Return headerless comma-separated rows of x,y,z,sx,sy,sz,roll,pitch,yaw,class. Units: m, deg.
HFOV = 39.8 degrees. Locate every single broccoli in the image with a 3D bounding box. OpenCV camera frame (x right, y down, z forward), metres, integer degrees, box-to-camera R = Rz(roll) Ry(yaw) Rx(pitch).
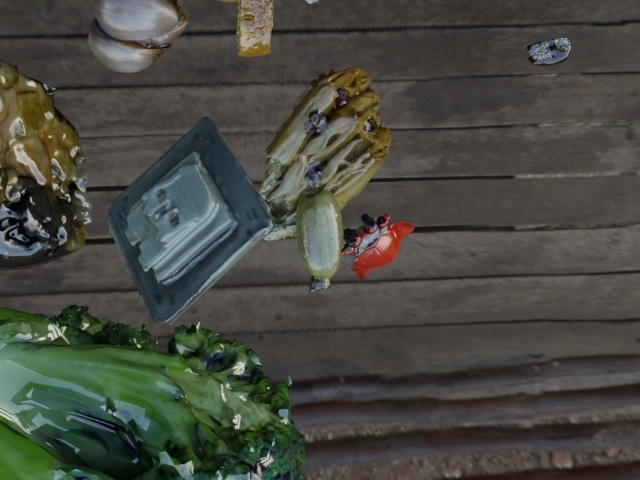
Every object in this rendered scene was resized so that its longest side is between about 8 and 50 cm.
-0.137,0.149,0.509,0.265,0.294,0.245,-46,108,-6,broccoli

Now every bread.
0.000,-0.142,1.705,0.192,0.314,0.370,35,113,1,bread
-0.100,-0.381,1.370,0.066,0.103,0.187,1,125,-3,bread

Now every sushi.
0.436,-0.356,1.685,0.083,0.044,0.045,-13,90,0,sushi
-0.350,-0.077,0.861,0.204,0.200,0.213,-11,59,9,sushi

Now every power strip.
-0.182,-0.030,1.100,0.213,0.064,0.198,-42,62,14,power strip

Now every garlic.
-0.358,-0.439,1.689,0.191,0.160,0.213,15,78,8,garlic

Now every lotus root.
0.001,0.000,1.503,0.077,0.090,0.182,-6,105,-9,lotus root

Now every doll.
0.072,0.004,1.164,0.109,0.169,0.057,-45,78,4,doll

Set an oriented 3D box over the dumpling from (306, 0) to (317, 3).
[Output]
-0.014,-0.215,0.642,0.052,0.057,0.076,-40,87,-3,dumpling
